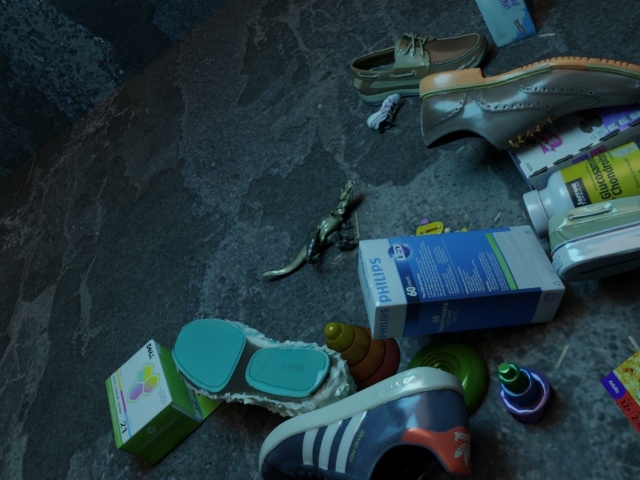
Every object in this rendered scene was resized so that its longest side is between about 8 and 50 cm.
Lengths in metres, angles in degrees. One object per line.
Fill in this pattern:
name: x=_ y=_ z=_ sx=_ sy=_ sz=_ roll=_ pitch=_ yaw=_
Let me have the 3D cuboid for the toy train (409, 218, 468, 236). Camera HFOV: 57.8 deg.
toy train: x=0.191 y=0.027 z=0.989 sx=0.166 sy=0.046 sz=0.125 roll=11 pitch=64 yaw=48

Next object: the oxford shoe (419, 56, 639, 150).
oxford shoe: x=0.337 y=-0.210 z=0.939 sx=0.364 sy=0.130 sz=0.132 roll=2 pitch=88 yaw=34

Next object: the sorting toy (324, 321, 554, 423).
sorting toy: x=0.136 y=0.172 z=0.836 sx=0.366 sy=0.126 sz=0.127 roll=3 pitch=57 yaw=43

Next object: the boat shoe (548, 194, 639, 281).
boat shoe: x=0.447 y=-0.030 z=0.742 sx=0.302 sy=0.109 sz=0.094 roll=-15 pitch=62 yaw=17

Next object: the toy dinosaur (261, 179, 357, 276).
toy dinosaur: x=0.000 y=0.000 z=1.165 sx=0.268 sy=0.064 sz=0.118 roll=-46 pitch=32 yaw=-1

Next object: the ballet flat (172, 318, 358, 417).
ballet flat: x=-0.098 y=0.232 z=0.974 sx=0.409 sy=0.147 sz=0.147 roll=5 pitch=58 yaw=46

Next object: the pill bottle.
pill bottle: x=0.401 y=-0.068 z=0.850 sx=0.184 sy=0.103 sz=0.103 roll=-23 pitch=43 yaw=23

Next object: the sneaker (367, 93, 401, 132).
sneaker: x=0.157 y=-0.282 z=1.307 sx=0.098 sy=0.038 sz=0.069 roll=-49 pitch=40 yaw=8

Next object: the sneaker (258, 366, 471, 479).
sneaker: x=0.045 y=0.298 z=0.766 sx=0.350 sy=0.131 sz=0.148 roll=-38 pitch=44 yaw=33

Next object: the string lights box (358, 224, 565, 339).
string lights box: x=0.193 y=0.057 z=0.836 sx=0.260 sy=0.076 sz=0.133 roll=-5 pitch=43 yaw=-4

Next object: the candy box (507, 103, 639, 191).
candy box: x=0.415 y=-0.177 z=0.963 sx=0.196 sy=0.070 sz=0.164 roll=-29 pitch=41 yaw=17

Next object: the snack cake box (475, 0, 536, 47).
snack cake box: x=0.399 y=-0.571 z=1.274 sx=0.089 sy=0.152 sz=0.264 roll=-14 pitch=47 yaw=30

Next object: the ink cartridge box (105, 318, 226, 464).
ink cartridge box: x=-0.278 y=0.266 z=1.122 sx=0.255 sy=0.097 sz=0.189 roll=-43 pitch=39 yaw=1

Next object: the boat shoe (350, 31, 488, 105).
boat shoe: x=0.209 y=-0.400 z=1.304 sx=0.325 sy=0.116 sz=0.123 roll=-12 pitch=48 yaw=33

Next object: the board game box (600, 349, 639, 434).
board game box: x=0.428 y=0.155 z=0.624 sx=0.193 sy=0.045 sz=0.146 roll=-50 pitch=35 yaw=22
